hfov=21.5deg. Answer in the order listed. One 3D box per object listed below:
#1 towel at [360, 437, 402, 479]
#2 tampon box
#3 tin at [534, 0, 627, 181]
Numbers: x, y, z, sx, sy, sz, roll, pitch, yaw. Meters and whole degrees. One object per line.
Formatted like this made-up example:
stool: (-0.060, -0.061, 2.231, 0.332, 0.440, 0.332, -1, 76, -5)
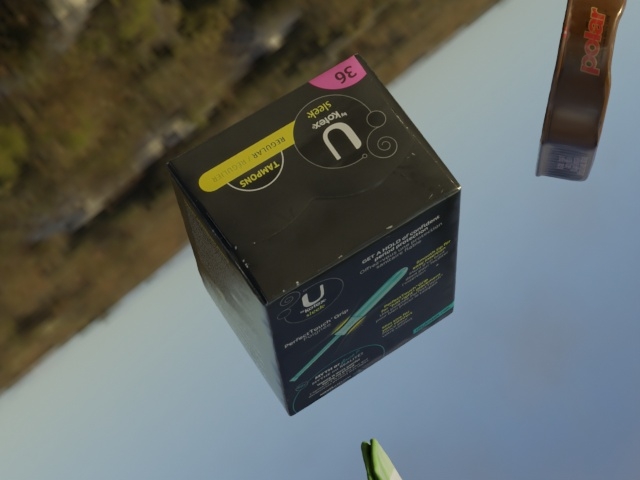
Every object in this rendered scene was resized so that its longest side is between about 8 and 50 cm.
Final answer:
towel: (0.078, 0.239, 1.333, 0.023, 0.152, 0.113, -27, -158, 5)
tampon box: (0.000, 0.000, 0.921, 0.120, 0.101, 0.161, -31, 156, -12)
tin: (0.153, -0.096, 0.992, 0.189, 0.040, 0.106, 54, 43, -80)
